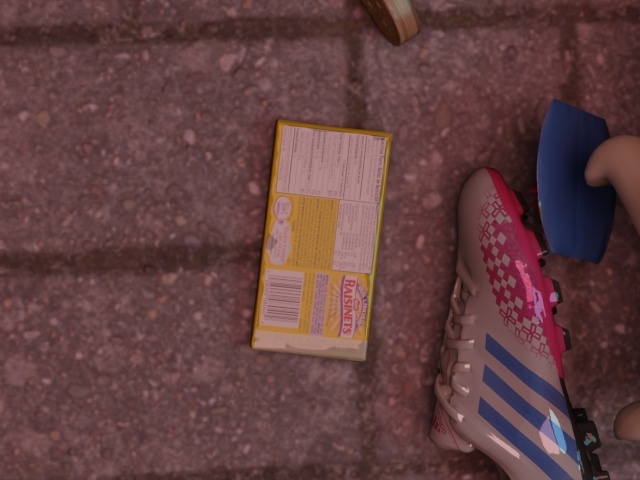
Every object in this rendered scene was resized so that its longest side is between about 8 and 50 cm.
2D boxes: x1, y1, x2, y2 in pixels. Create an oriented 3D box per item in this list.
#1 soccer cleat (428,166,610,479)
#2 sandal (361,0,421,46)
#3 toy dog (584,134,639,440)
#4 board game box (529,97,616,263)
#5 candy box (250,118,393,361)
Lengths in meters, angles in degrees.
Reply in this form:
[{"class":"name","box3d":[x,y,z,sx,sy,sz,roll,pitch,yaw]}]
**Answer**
[{"class":"soccer cleat","box3d":[0.150,0.106,1.498,0.143,0.116,0.331,-16,92,1]},{"class":"sandal","box3d":[-0.005,-0.263,1.476,0.079,0.088,0.240,-34,101,-11]},{"class":"toy dog","box3d":[0.407,-0.046,1.393,0.284,0.395,0.408,-3,88,-47]},{"class":"board game box","box3d":[0.213,-0.050,1.501,0.033,0.168,0.133,-1,84,33]},{"class":"candy box","box3d":[0.000,0.000,1.517,0.105,0.027,0.206,7,92,-10]}]
